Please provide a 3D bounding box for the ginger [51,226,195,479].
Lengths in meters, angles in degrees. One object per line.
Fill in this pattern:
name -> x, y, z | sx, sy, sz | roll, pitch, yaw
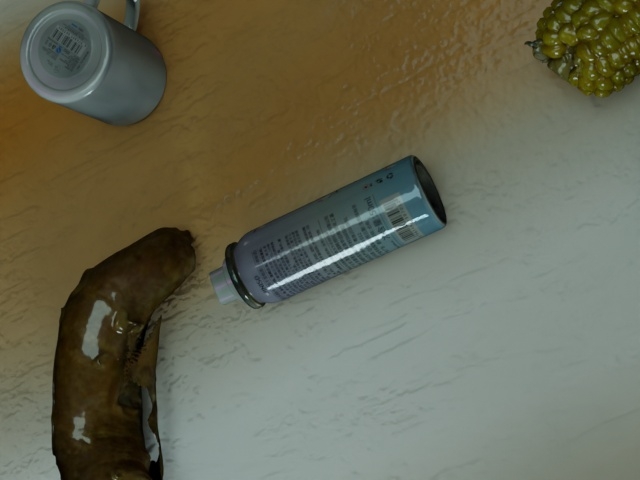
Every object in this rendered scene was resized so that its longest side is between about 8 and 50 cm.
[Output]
ginger -> -0.199, 0.140, 1.114 | 0.133, 0.107, 0.309 | -4, 82, 33

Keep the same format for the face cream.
face cream -> 0.000, 0.000, 1.066 | 0.229, 0.075, 0.075 | -24, 80, 16

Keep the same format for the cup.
cup -> -0.223, -0.189, 1.123 | 0.099, 0.133, 0.136 | -12, 83, 15

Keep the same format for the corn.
corn -> 0.314, -0.245, 0.957 | 0.313, 0.102, 0.102 | -44, 75, 13
